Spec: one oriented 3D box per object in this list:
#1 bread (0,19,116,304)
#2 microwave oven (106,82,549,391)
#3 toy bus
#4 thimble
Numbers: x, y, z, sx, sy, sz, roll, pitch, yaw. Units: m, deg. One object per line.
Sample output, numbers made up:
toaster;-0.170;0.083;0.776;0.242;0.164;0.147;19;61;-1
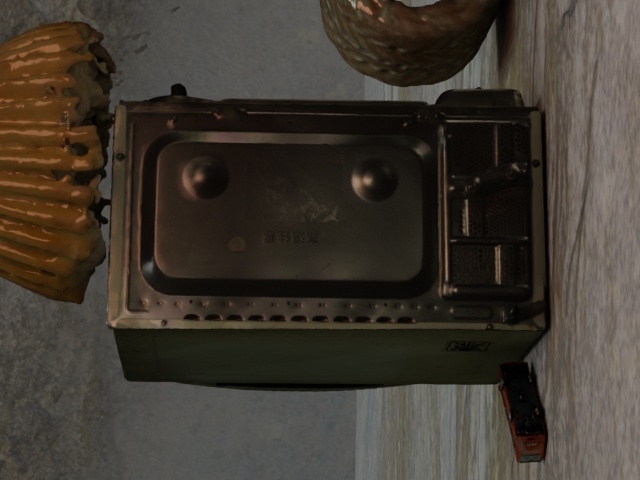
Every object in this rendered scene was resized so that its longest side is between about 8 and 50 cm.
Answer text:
bread;-0.263;-0.076;1.602;0.274;0.149;0.274;-174;90;-82
microwave oven;0.000;0.000;1.692;0.333;0.394;0.247;102;168;-73
toy bus;0.185;0.157;1.585;0.110;0.031;0.043;-95;0;-58
thimble;0.104;-0.288;1.834;0.229;0.196;0.148;-58;-4;-19
